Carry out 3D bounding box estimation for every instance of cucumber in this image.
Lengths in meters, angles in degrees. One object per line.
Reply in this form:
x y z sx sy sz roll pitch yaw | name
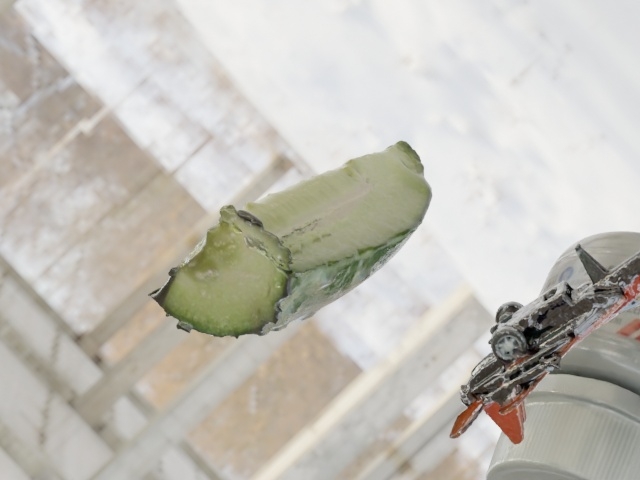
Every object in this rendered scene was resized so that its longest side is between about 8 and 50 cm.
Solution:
0.000 0.003 1.396 0.105 0.145 0.325 48 -149 7 | cucumber

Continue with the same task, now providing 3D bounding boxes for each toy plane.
0.151 0.049 1.020 0.061 0.189 0.130 39 -162 -2 | toy plane

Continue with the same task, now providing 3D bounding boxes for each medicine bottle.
0.327 0.171 1.810 0.245 0.306 0.245 20 152 11 | medicine bottle
